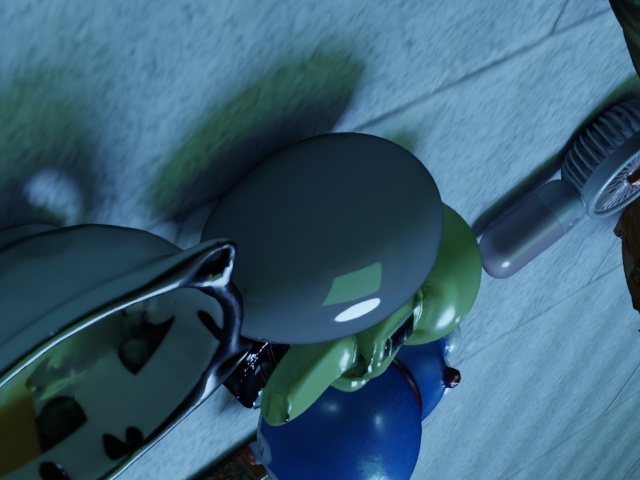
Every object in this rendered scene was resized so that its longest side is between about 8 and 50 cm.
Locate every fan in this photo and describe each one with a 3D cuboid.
[{"bbox_3d":[0.258,-0.046,1.775,0.244,0.074,0.130,-39,160,-4],"label":"fan"}]

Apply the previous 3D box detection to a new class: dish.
[{"bbox_3d":[-0.188,0.077,1.155,0.303,0.120,0.303,-35,159,-16],"label":"dish"}]

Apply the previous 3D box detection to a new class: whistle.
[{"bbox_3d":[0.025,0.047,1.447,0.294,0.141,0.141,-28,156,-41],"label":"whistle"}]

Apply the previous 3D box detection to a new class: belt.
[{"bbox_3d":[-0.049,0.086,1.522,0.105,0.058,0.140,-41,157,-17],"label":"belt"}]

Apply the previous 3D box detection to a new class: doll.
[{"bbox_3d":[0.038,0.152,1.705,0.257,0.161,0.215,-38,131,-52],"label":"doll"}]

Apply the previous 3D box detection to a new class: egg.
[{"bbox_3d":[0.000,0.000,1.298,0.198,0.146,0.146,-24,154,-27],"label":"egg"}]

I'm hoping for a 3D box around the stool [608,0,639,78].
[{"bbox_3d":[0.313,-0.208,1.386,0.179,0.179,0.264,-42,160,3],"label":"stool"}]

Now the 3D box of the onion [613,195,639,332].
[{"bbox_3d":[0.506,-0.001,1.988,0.353,0.353,0.354,-35,159,-16],"label":"onion"}]

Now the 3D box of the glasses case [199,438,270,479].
[{"bbox_3d":[-0.042,0.221,1.822,0.218,0.049,0.075,-35,153,-17],"label":"glasses case"}]
